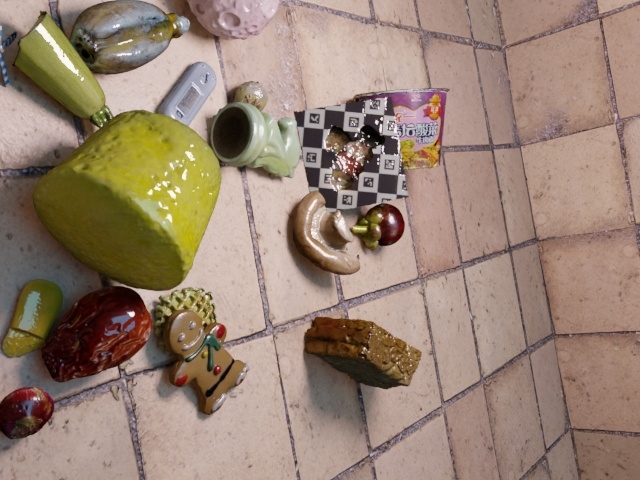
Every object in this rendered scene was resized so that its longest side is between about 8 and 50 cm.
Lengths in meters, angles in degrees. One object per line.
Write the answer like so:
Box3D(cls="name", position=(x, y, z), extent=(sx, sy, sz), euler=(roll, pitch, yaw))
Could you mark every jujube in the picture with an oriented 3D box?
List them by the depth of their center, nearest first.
Box3D(cls="jujube", position=(-0.477, 0.200, 1.319), extent=(0.236, 0.168, 0.168), euler=(-36, 110, -24))

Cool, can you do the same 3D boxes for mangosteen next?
Box3D(cls="mangosteen", position=(0.202, -0.047, 2.102), extent=(0.181, 0.145, 0.156), euler=(-10, 93, -48))

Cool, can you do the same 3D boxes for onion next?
Box3D(cls="onion", position=(-0.583, 0.336, 1.218), extent=(0.107, 0.097, 0.107), euler=(-31, 141, -29))

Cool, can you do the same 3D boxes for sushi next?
Box3D(cls="sushi", position=(0.101, -0.274, 2.007), extent=(0.320, 0.069, 0.339), euler=(-11, 92, -3))

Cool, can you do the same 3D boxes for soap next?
Box3D(cls="soap", position=(-0.590, 0.163, 1.280), extent=(0.089, 0.033, 0.168), euler=(27, 65, -39))

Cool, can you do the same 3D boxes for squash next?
Box3D(cls="squash", position=(-0.560, -0.349, 1.370), extent=(0.287, 0.137, 0.137), euler=(57, 46, -43))

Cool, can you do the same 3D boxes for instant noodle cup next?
Box3D(cls="instant noodle cup", position=(0.281, -0.381, 2.150), extent=(0.340, 0.340, 0.266), euler=(-14, 105, -48))

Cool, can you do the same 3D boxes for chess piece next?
Box3D(cls="chess piece", position=(-0.154, -0.279, 1.756), extent=(0.298, 0.175, 0.176), euler=(7, 78, -55))

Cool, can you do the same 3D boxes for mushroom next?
Box3D(cls="mushroom", position=(0.000, 0.000, 1.882), extent=(0.151, 0.156, 0.286), euler=(-32, 95, -33))

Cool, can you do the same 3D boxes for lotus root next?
Box3D(cls="lotus root", position=(-0.451, -0.493, 1.476), extent=(0.322, 0.140, 0.158), euler=(-41, 130, -49))

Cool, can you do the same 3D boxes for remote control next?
Box3D(cls="remote control", position=(-0.346, -0.382, 1.636), extent=(0.087, 0.047, 0.244), euler=(44, 52, -29))

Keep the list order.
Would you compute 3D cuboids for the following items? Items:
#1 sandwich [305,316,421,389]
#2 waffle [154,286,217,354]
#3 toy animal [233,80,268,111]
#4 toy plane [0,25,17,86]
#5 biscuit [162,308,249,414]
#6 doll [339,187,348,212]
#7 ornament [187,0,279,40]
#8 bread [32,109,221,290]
Box3D(cls="sandwich", position=(0.142, 0.350, 1.881), extent=(0.325, 0.262, 0.131), euler=(36, 63, -38))
Box3D(cls="waffle", position=(-0.334, 0.201, 1.550), extent=(0.183, 0.036, 0.169), euler=(2, 84, -49))
Box3D(cls="toy animal", position=(-0.211, -0.395, 1.774), extent=(0.098, 0.137, 0.098), euler=(32, 22, -15))
Box3D(cls="toy plane", position=(-0.706, -0.341, 1.224), extent=(0.182, 0.107, 0.273), euler=(75, 35, -84))
Box3D(cls="biscuit", position=(-0.289, 0.294, 1.539), extent=(0.197, 0.049, 0.301), euler=(-53, 131, -38))
Box3D(cls="doll", position=(0.103, -0.161, 2.068), extent=(0.179, 0.089, 0.102), euler=(-34, 110, -20))
Box3D(cls="ornament", position=(-0.238, -0.666, 1.666), extent=(0.259, 0.225, 0.259), euler=(19, 52, -27))
Box3D(cls="bread", position=(-0.396, -0.092, 1.324), extent=(0.348, 0.348, 0.308), euler=(46, 47, -33))
